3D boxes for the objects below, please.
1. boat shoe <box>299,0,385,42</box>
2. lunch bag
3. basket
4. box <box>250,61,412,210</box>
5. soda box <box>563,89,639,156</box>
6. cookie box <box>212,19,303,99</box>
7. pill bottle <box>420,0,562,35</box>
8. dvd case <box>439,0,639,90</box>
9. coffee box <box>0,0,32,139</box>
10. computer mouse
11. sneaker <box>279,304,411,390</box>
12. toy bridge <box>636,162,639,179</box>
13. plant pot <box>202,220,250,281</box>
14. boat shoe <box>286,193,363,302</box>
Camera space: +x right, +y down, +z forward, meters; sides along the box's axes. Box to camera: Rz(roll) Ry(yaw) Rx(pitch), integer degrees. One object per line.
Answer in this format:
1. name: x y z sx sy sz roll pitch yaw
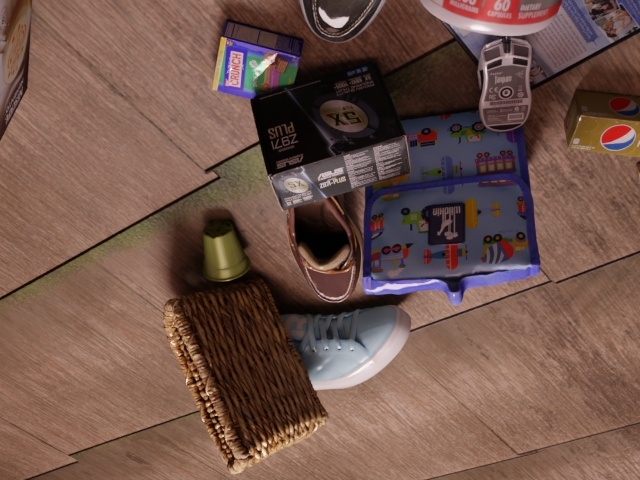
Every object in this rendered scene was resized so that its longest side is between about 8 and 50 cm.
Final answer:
1. boat shoe: 0.041 -0.335 0.895 0.121 0.119 0.335 11 145 -7
2. lunch bag: 0.172 -0.031 1.090 0.221 0.293 0.138 -6 136 13
3. basket: -0.173 0.244 1.389 0.213 0.299 0.223 -35 167 38
4. box: 0.011 -0.138 1.065 0.180 0.147 0.077 -16 144 2
5. soda box: 0.430 -0.154 1.098 0.181 0.058 0.061 6 137 0
6. cookie box: -0.085 -0.235 1.087 0.107 0.040 0.092 13 138 -6
7. pill bottle: 0.197 -0.367 0.811 0.161 0.161 0.283 7 132 0
8. dvd case: 0.293 -0.289 0.995 0.253 0.022 0.180 -27 129 31
9. coffee box: -0.436 -0.260 1.031 0.098 0.141 0.246 15 138 -10
10. computer mouse: 0.231 -0.226 1.028 0.106 0.042 0.193 -4 132 4
11. sneaker: -0.015 0.189 1.472 0.366 0.135 0.150 -26 131 30
12. toy bridge: 0.517 -0.051 1.223 0.063 0.026 0.188 -11 135 15
13. plant pot: -0.163 0.012 1.347 0.083 0.083 0.079 -2 124 9
14. boat shoe: 0.000 0.000 1.270 0.123 0.123 0.342 1 137 6
